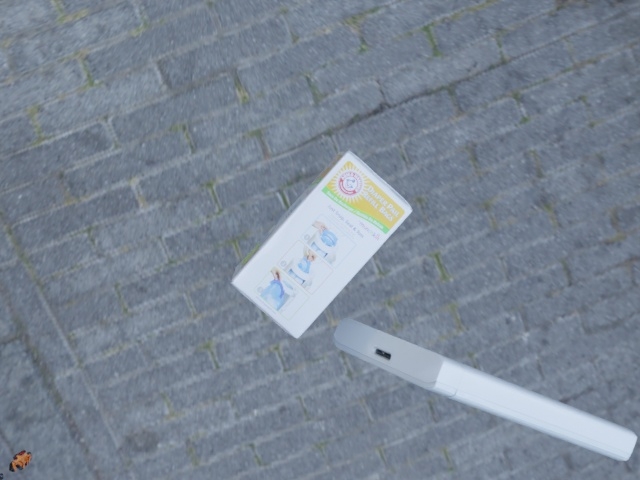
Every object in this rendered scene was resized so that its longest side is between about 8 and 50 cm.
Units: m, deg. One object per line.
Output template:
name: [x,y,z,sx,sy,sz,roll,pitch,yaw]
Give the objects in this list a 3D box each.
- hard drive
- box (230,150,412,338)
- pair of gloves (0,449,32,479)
hard drive: [0.215,0.197,1.237,0.353,0.233,0.047,23,86,-30]
box: [0.000,0.000,1.110,0.103,0.114,0.203,42,93,-6]
pair of gloves: [-0.433,0.319,1.286,0.083,0.074,0.010,-37,76,-24]
